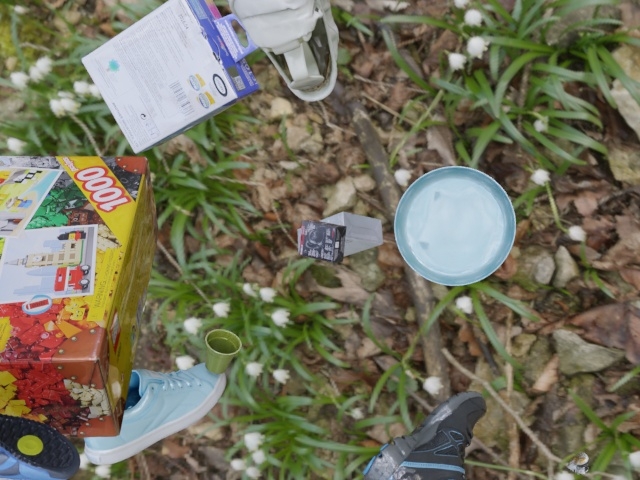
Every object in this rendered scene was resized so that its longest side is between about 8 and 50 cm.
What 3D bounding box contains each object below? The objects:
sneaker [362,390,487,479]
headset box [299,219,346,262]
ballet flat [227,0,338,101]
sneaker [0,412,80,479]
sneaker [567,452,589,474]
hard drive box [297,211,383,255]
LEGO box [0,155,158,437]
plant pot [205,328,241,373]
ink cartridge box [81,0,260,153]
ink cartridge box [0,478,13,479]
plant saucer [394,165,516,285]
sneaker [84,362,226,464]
[{"bbox_3d":[0.230,0.413,1.304,0.140,0.340,0.125,47,137,21],"label":"sneaker"},{"bbox_3d":[0.000,0.000,1.144,0.083,0.032,0.062,11,100,38],"label":"headset box"},{"bbox_3d":[-0.041,-0.288,0.887,0.139,0.400,0.139,-2,82,12],"label":"ballet flat"},{"bbox_3d":[-0.415,0.271,0.857,0.069,0.209,0.082,-95,29,-63],"label":"sneaker"},{"bbox_3d":[0.575,0.492,1.474,0.037,0.083,0.032,39,67,16],"label":"sneaker"},{"bbox_3d":[0.064,-0.012,2.257,0.232,0.181,0.089,-20,68,44],"label":"hard drive box"},{"bbox_3d":[-0.495,0.071,1.124,0.500,0.372,0.193,-96,7,-50],"label":"LEGO box"},{"bbox_3d":[-0.230,0.260,1.537,0.083,0.083,0.079,52,132,41],"label":"plant pot"},{"bbox_3d":[-0.338,-0.417,1.635,0.395,0.151,0.270,-23,103,26],"label":"ink cartridge box"},{"bbox_3d":[-0.776,0.731,1.611,0.130,0.309,0.272,14,105,22],"label":"ink cartridge box"},{"bbox_3d":[0.358,-0.038,1.802,0.317,0.043,0.318,0,89,14],"label":"plant saucer"},{"bbox_3d":[-0.354,0.339,1.482,0.135,0.366,0.150,16,119,34],"label":"sneaker"}]
